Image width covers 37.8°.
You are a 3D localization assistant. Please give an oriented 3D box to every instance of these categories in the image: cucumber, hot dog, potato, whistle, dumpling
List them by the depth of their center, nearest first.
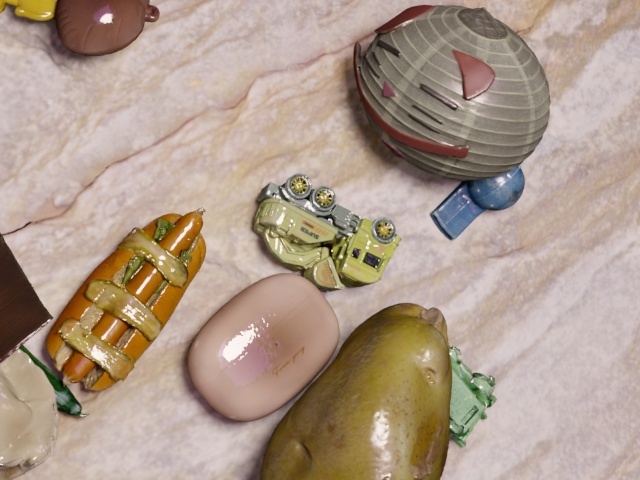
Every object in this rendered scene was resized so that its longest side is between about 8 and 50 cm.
[{"bbox_3d":[-0.402,0.171,1.013,0.247,0.142,0.172,11,56,-4],"label":"dumpling"},{"bbox_3d":[-0.332,0.158,1.087,0.155,0.037,0.037,46,68,-9],"label":"cucumber"},{"bbox_3d":[0.055,0.233,1.123,0.203,0.218,0.351,26,82,11],"label":"potato"},{"bbox_3d":[-0.225,0.065,1.128,0.109,0.072,0.269,41,70,-14],"label":"hot dog"},{"bbox_3d":[0.237,-0.071,1.331,0.158,0.090,0.090,-44,99,-23],"label":"whistle"}]

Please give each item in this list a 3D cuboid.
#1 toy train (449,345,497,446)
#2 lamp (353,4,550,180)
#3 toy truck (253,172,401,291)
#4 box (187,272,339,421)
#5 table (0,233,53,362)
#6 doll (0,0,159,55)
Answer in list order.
[{"bbox_3d":[0.173,0.208,1.268,0.149,0.081,0.099,45,69,-4],"label":"toy train"},{"bbox_3d":[0.175,-0.202,1.242,0.265,0.233,0.233,39,65,25],"label":"lamp"},{"bbox_3d":[0.000,0.000,1.221,0.191,0.085,0.116,27,74,-15],"label":"toy truck"},{"bbox_3d":[-0.069,0.132,1.170,0.200,0.088,0.146,-39,99,-24],"label":"box"},{"bbox_3d":[-0.466,0.053,0.906,0.251,0.196,0.282,36,65,29],"label":"table"},{"bbox_3d":[-0.295,-0.297,1.152,0.188,0.096,0.145,25,55,9],"label":"doll"}]
